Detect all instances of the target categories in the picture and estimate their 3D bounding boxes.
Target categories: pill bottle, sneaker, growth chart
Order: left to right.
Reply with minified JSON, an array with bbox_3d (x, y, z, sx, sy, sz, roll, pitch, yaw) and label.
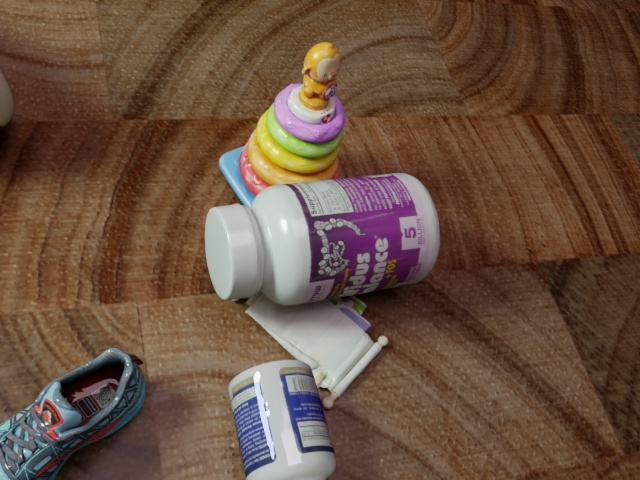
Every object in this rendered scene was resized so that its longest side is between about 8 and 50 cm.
[{"bbox_3d":[-0.315,0.209,0.820,0.104,0.125,0.262,41,55,12],"label":"sneaker"},{"bbox_3d":[-0.042,0.252,0.886,0.112,0.112,0.186,-4,59,-20],"label":"pill bottle"},{"bbox_3d":[-0.013,0.106,1.051,0.237,0.021,0.172,45,55,14],"label":"growth chart"},{"bbox_3d":[0.000,0.000,1.011,0.301,0.169,0.169,-8,60,-23],"label":"pill bottle"}]

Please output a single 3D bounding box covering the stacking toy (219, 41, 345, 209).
[{"bbox_3d":[-0.024,-0.169,1.059,0.175,0.302,0.166,-25,67,-31],"label":"stacking toy"}]

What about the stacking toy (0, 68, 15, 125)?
[{"bbox_3d":[-0.678,-0.178,0.904,0.480,0.350,0.350,-41,75,-17],"label":"stacking toy"}]
